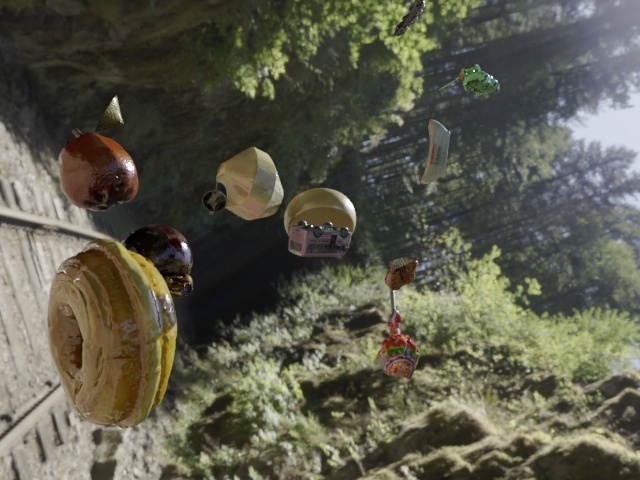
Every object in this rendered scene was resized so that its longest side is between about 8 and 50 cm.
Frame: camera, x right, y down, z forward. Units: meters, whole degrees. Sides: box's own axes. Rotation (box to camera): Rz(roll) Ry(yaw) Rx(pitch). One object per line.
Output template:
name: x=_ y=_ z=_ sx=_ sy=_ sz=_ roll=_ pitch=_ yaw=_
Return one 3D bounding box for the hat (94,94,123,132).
hat: x=-0.703 y=-0.416 z=1.989 sx=0.146 sy=0.067 sz=0.146 roll=-51 pitch=-160 yaw=26

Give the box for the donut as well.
donut: x=-0.497 y=0.217 z=1.365 sx=0.449 sy=0.198 sz=0.449 roll=7 pitch=-80 yaw=46

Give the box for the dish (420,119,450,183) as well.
dish: x=0.391 y=-0.294 z=1.975 sx=0.151 sy=0.077 sz=0.212 roll=-25 pitch=122 yaw=-80

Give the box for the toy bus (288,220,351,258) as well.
toy bus: x=0.000 y=0.000 z=1.837 sx=0.096 sy=0.199 sz=0.108 roll=19 pitch=-78 yaw=47

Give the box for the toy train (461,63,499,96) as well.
toy train: x=0.575 y=-0.571 z=2.093 sx=0.099 sy=0.149 sz=0.081 roll=-8 pitch=-96 yaw=45

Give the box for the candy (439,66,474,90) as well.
candy: x=0.559 y=-0.662 z=2.418 sx=0.201 sy=0.060 sz=0.060 roll=-17 pitch=-91 yaw=61

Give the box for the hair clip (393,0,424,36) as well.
hair clip: x=0.361 y=-0.918 z=2.378 sx=0.195 sy=0.052 sz=0.124 roll=-52 pitch=-159 yaw=20

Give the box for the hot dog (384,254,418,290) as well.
hot dog: x=0.256 y=0.104 z=1.841 sx=0.191 sy=0.108 sz=0.059 roll=78 pitch=-8 yaw=-64

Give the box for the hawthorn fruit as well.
hawthorn fruit: x=-0.822 y=-0.248 z=2.152 sx=0.311 sy=0.295 sz=0.295 roll=44 pitch=-28 yaw=36

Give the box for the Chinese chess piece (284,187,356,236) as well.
Chinese chess piece: x=-0.002 y=-0.076 z=2.163 sx=0.273 sy=0.273 sz=0.102 roll=87 pitch=-1 yaw=-49

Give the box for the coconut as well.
coconut: x=-0.257 y=-0.201 z=2.072 sx=0.259 sy=0.259 sz=0.259 roll=164 pitch=-90 yaw=-79

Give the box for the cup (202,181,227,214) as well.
cup: x=-0.344 y=-0.134 z=1.892 sx=0.077 sy=0.078 sz=0.100 roll=-100 pitch=-152 yaw=-58

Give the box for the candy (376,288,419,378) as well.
candy: x=0.231 y=0.264 z=1.786 sx=0.365 sy=0.124 sz=0.124 roll=-84 pitch=168 yaw=-54

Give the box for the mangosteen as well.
mangosteen: x=-0.584 y=0.094 z=2.061 sx=0.293 sy=0.297 sz=0.297 roll=40 pitch=-7 yaw=-10
